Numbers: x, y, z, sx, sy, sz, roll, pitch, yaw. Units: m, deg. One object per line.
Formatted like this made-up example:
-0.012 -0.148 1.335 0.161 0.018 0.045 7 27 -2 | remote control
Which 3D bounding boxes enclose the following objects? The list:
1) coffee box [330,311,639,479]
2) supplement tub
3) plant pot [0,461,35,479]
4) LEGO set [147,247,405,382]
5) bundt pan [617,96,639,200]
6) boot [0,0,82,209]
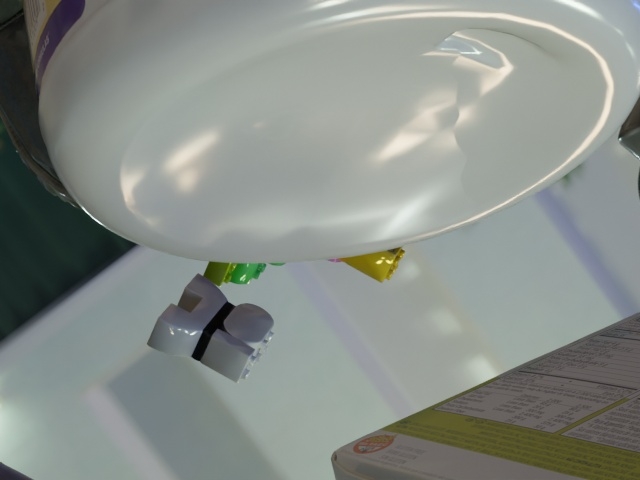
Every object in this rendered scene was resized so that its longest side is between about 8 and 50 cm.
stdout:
0.266 0.269 1.373 0.334 0.338 0.338 -21 -165 -33 | coffee box
-0.016 -0.182 0.803 0.241 0.331 0.241 -10 156 -4 | supplement tub
-0.214 0.267 0.965 0.305 0.333 0.334 -62 -169 -6 | plant pot
0.000 0.000 1.078 0.087 0.093 0.227 -65 173 30 | LEGO set
0.247 -0.069 1.167 0.124 0.331 0.331 -16 -168 14 | bundt pan
-0.153 -0.117 0.843 0.076 0.189 0.208 -40 155 -8 | boot
